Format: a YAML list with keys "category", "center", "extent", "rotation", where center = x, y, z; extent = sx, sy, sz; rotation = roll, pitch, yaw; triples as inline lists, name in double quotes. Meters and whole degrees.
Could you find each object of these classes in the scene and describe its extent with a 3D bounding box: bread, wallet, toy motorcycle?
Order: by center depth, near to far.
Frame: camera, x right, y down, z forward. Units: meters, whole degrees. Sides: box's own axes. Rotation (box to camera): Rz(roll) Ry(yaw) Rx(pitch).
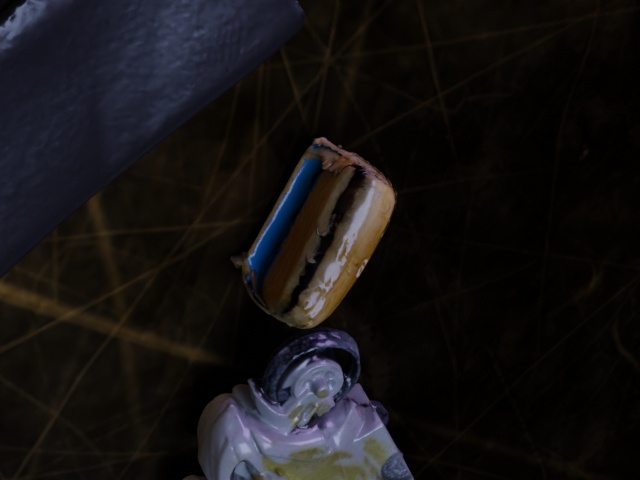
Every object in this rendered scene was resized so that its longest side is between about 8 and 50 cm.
- category: "wallet"
  center: [-0.126, -0.083, 0.811]
  extent: [0.244, 0.025, 0.124]
  rotation: [-42, 130, -7]
- category: "bread"
  center: [0.000, 0.000, 0.907]
  extent: [0.053, 0.072, 0.106]
  rotation: [21, 102, -38]
- category: "toy motorcycle"
  center: [-0.017, 0.149, 0.980]
  extent: [0.151, 0.074, 0.228]
  rotation: [-26, 136, -6]
